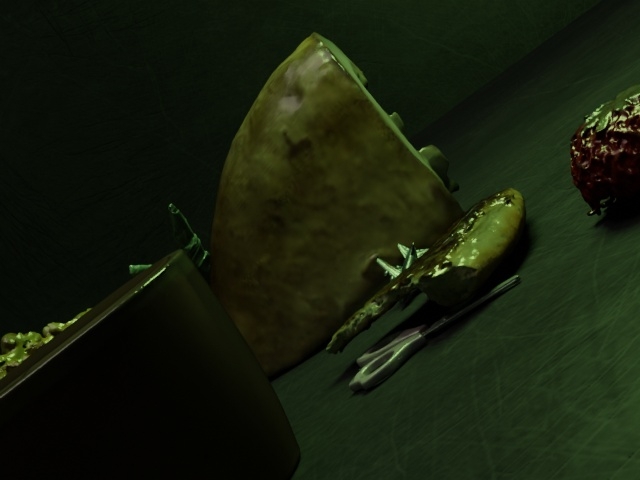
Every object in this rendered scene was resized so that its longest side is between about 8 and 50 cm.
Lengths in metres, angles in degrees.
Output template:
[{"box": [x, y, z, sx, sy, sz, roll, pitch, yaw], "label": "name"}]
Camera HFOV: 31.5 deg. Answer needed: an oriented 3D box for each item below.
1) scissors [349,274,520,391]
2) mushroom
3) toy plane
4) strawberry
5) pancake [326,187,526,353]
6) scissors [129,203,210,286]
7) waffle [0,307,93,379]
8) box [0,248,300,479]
[{"box": [0.106, 0.081, 1.050, 0.189, 0.015, 0.100, -32, 9, 21], "label": "scissors"}, {"box": [-0.040, -0.020, 1.420, 0.397, 0.313, 0.224, -42, 2, 10], "label": "mushroom"}, {"box": [0.098, 0.038, 1.265, 0.031, 0.079, 0.083, 82, -161, -53], "label": "toy plane"}, {"box": [0.277, -0.086, 0.986, 0.145, 0.086, 0.145, -36, 8, 6], "label": "strawberry"}, {"box": [0.112, 0.041, 1.151, 0.244, 0.057, 0.266, -41, -2, 13], "label": "pancake"}, {"box": [-0.158, 0.057, 1.539, 0.256, 0.029, 0.383, -60, -22, -6], "label": "scissors"}, {"box": [-0.236, 0.170, 1.225, 0.291, 0.291, 0.051, -44, -29, -50], "label": "waffle"}, {"box": [-0.176, 0.176, 0.993, 0.301, 0.216, 0.301, -35, 5, 4], "label": "box"}]
